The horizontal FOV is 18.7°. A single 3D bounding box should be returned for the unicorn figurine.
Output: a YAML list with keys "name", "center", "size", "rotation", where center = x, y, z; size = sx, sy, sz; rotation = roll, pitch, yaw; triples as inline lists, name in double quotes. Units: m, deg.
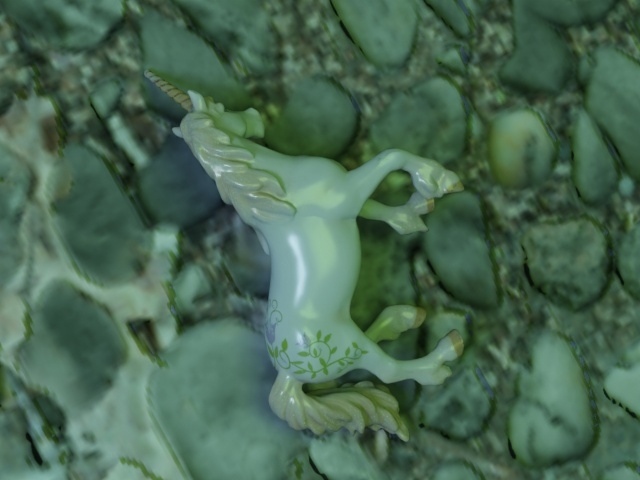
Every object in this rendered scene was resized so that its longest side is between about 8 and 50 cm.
- name: "unicorn figurine"
  center: [0.000, 0.000, 0.780]
  size: [0.111, 0.060, 0.162]
  rotation: [-2, 77, -26]
